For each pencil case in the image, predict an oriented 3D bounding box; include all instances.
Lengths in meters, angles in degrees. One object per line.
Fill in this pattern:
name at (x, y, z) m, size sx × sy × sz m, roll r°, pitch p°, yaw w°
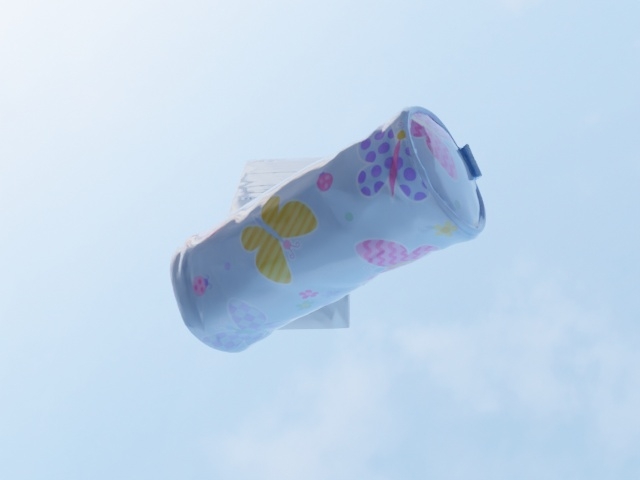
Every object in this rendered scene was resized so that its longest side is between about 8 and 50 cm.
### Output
pencil case at (0.000, 0.000, 0.562) m, size 0.273 × 0.124 × 0.114 m, roll -29°, pitch -111°, yaw 30°

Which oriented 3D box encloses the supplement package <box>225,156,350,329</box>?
supplement package at (-0.044, -0.005, 1.072) m, size 0.175 × 0.178 × 0.293 m, roll -1°, pitch -155°, yaw 1°
